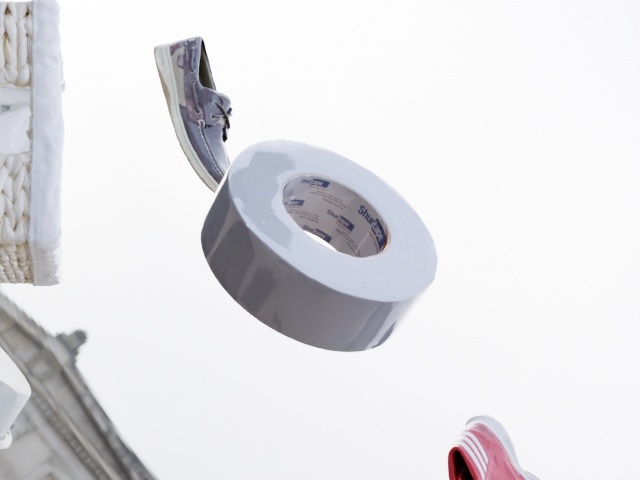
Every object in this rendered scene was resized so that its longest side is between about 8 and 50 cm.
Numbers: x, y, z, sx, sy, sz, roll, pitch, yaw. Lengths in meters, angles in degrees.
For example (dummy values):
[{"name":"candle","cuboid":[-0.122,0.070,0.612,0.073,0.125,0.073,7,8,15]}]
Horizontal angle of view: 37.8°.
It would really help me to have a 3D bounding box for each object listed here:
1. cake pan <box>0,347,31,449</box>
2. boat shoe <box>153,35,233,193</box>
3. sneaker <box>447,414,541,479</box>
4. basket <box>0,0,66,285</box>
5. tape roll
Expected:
[{"name":"cake pan","cuboid":[-0.384,0.078,0.883,0.293,0.054,0.293,43,-12,11]},{"name":"boat shoe","cuboid":[-0.187,-0.209,1.495,0.285,0.092,0.103,69,10,23]},{"name":"sneaker","cuboid":[0.246,0.360,1.281,0.221,0.128,0.087,52,-49,8]},{"name":"basket","cuboid":[-0.477,-0.117,1.252,0.331,0.267,0.328,138,-50,-72]},{"name":"tape roll","cuboid":[0.000,0.000,0.886,0.219,0.219,0.072,43,-55,18]}]
